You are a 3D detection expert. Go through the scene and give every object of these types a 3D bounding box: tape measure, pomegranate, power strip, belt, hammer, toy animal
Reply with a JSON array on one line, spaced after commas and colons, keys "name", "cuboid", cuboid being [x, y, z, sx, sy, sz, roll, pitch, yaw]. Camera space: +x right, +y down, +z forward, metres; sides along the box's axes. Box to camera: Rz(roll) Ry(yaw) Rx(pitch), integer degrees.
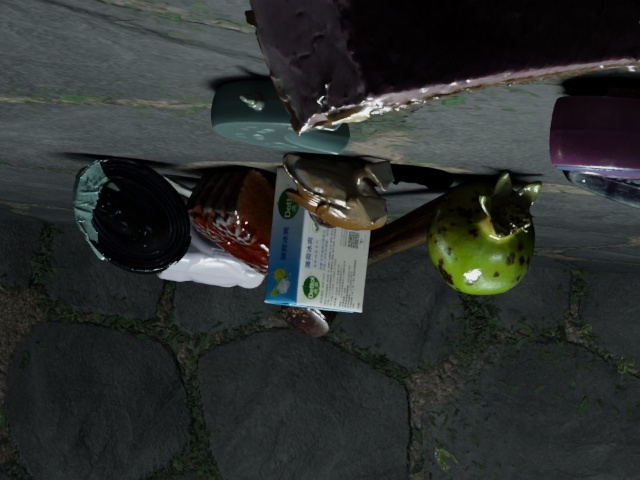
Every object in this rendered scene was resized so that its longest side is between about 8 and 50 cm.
[{"name": "tape measure", "cuboid": [-0.172, -0.014, 2.133, 0.196, 0.178, 0.105, 4, 144, -20]}, {"name": "pomegranate", "cuboid": [0.211, -0.016, 1.726, 0.156, 0.156, 0.220, 5, 159, 9]}, {"name": "power strip", "cuboid": [-0.039, -0.120, 1.263, 0.137, 0.044, 0.216, 6, 177, 5]}, {"name": "tape measure", "cuboid": [0.249, -0.089, 1.094, 0.118, 0.074, 0.125, 4, -179, -3]}, {"name": "belt", "cuboid": [-0.285, -0.036, 1.955, 0.198, 0.151, 0.078, 44, 172, 0]}, {"name": "hammer", "cuboid": [0.096, -0.002, 2.042, 0.095, 0.242, 0.409, 40, 147, -14]}, {"name": "toy animal", "cuboid": [0.006, -0.062, 1.706, 0.188, 0.089, 0.179, 28, 158, -27]}]

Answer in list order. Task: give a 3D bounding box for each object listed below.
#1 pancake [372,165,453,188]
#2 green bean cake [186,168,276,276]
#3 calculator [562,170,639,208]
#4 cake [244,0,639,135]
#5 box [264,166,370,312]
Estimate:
[{"name": "pancake", "cuboid": [0.111, -0.084, 1.748, 0.129, 0.023, 0.116, 0, 175, 16]}, {"name": "green bean cake", "cuboid": [-0.084, -0.014, 1.997, 0.232, 0.097, 0.198, 37, 163, -29]}, {"name": "calculator", "cuboid": [0.360, -0.068, 1.242, 0.268, 0.040, 0.177, 13, 157, -13]}, {"name": "cake", "cuboid": [0.095, -0.114, 0.782, 0.295, 0.113, 0.116, 1, -179, -29]}, {"name": "box", "cuboid": [0.000, 0.001, 1.864, 0.073, 0.194, 0.139, 2, 175, 45]}]
